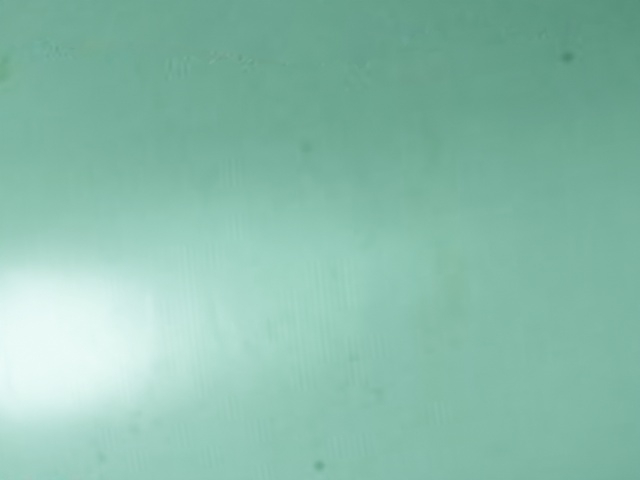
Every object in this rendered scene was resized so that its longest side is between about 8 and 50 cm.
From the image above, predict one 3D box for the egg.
[{"bbox_3d":[0.000,0.000,0.503,0.371,0.230,0.230,-8,98,14],"label":"egg"}]
